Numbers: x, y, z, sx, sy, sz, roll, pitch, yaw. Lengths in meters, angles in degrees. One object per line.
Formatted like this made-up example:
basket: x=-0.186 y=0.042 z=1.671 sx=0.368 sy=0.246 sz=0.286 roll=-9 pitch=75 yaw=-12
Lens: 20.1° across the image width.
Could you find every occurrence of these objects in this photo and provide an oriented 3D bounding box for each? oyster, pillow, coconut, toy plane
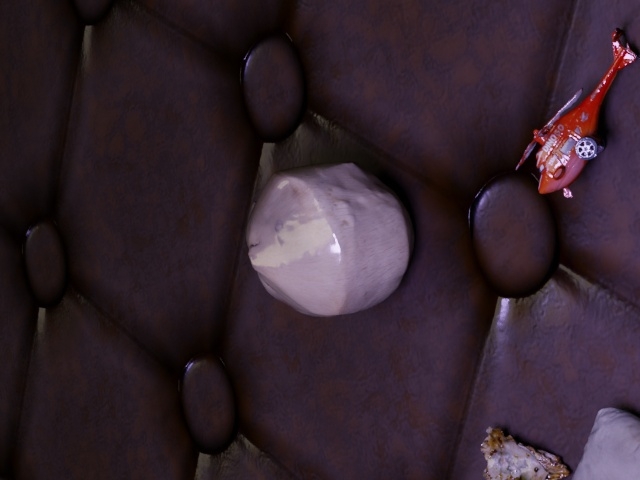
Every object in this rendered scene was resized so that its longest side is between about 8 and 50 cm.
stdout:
oyster: x=0.240 y=0.270 z=2.142 sx=0.132 sy=0.029 sz=0.086 roll=36 pitch=127 yaw=40
pillow: x=0.352 y=0.270 z=1.964 sx=0.181 sy=0.078 sz=0.134 roll=31 pitch=115 yaw=49
coconut: x=0.000 y=0.000 z=2.257 sx=0.224 sy=0.224 sz=0.224 roll=8 pitch=101 yaw=51
toy plane: x=0.294 y=-0.138 z=2.000 sx=0.077 sy=0.126 sz=0.194 roll=34 pitch=87 yaw=9
